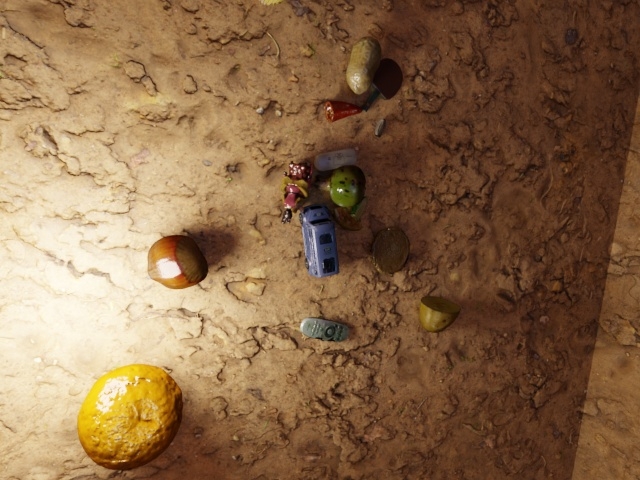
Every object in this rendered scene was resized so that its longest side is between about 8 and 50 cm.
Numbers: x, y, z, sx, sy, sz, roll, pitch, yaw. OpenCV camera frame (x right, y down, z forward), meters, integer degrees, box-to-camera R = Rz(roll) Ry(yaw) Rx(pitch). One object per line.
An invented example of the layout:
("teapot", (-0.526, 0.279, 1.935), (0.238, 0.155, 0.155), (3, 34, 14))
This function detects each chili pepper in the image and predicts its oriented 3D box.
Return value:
("chili pepper", (0.105, -0.541, 1.832), (0.169, 0.065, 0.088), (-13, 103, -27))

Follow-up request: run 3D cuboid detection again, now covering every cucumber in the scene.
("cucumber", (0.163, -0.143, 1.876), (0.107, 0.035, 0.067), (-58, 146, -13))

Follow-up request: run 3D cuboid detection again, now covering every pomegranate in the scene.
("pomegranate", (0.091, -0.228, 1.824), (0.179, 0.210, 0.179), (-21, 116, -52))

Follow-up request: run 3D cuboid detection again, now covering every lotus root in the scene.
("lotus root", (0.261, -0.493, 1.926), (0.037, 0.030, 0.083), (25, 89, -57))

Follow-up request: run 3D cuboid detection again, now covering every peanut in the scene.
("peanut", (0.175, -0.717, 1.806), (0.129, 0.129, 0.224), (16, 100, -26))

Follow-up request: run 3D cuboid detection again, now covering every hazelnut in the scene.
("hazelnut", (-0.509, 0.089, 1.565), (0.210, 0.186, 0.210), (-15, 113, -38))

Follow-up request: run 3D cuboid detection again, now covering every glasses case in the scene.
("glasses case", (0.064, -0.339, 1.845), (0.193, 0.049, 0.074), (-15, 103, -21))

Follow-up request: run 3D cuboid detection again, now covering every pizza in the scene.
("pizza", (0.123, -0.112, 1.905), (0.175, 0.046, 0.134), (42, 74, -28))

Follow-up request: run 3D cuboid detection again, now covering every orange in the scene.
("orange", (-0.650, 0.597, 1.512), (0.341, 0.293, 0.340), (6, 79, -34))

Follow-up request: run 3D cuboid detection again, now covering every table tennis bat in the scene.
("table tennis bat", (0.261, -0.667, 1.908), (0.154, 0.021, 0.274), (41, 78, -24))

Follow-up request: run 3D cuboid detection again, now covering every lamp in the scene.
("lamp", (-0.100, -0.188, 1.758), (0.118, 0.118, 0.253), (7, 93, -26))

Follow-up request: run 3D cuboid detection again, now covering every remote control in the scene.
("remote control", (0.019, 0.392, 1.929), (0.256, 0.045, 0.097), (21, 89, -29))

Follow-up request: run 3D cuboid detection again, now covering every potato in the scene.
("potato", (0.559, 0.370, 2.119), (0.203, 0.178, 0.158), (-9, 117, -41))

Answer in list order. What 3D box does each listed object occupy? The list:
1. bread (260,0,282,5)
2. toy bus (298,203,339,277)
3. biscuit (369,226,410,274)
("bread", (-0.185, -0.994, 1.591), (0.179, 0.133, 0.250), (-26, 106, -19))
("toy bus", (0.000, 0.000, 1.815), (0.125, 0.133, 0.292), (-11, 102, -23))
("biscuit", (0.318, 0.046, 2.021), (0.226, 0.042, 0.226), (-4, 100, -23))
